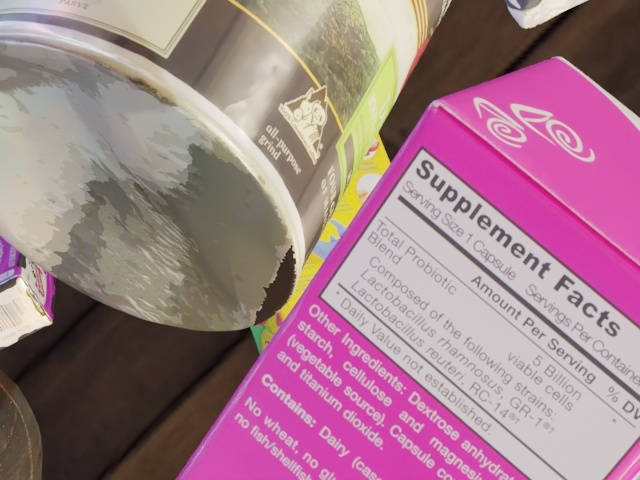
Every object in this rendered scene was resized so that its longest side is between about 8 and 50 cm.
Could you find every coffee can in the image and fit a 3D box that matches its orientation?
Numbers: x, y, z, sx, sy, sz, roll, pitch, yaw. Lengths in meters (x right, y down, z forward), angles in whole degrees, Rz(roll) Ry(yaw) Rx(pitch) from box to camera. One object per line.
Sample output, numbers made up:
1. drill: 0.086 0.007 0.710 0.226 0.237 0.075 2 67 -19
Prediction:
1. coffee can: -0.046 -0.122 0.852 0.201 0.201 0.275 20 57 15

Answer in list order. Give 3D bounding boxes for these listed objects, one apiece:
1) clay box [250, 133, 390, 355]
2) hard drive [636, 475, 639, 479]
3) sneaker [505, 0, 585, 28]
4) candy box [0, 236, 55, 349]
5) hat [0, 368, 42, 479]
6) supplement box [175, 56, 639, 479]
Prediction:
1. clay box: 0.000 0.000 1.152 0.127 0.053 0.222 -8 66 -29
2. hard drive: 0.221 0.188 1.252 0.047 0.353 0.233 -20 78 -11
3. sneaker: 0.125 -0.231 1.013 0.094 0.235 0.153 -28 82 4
4. candy box: -0.407 0.082 1.828 0.233 0.071 0.159 -28 24 5
5. hat: -0.254 0.155 0.691 0.134 0.331 0.331 25 76 13
6. supplement box: 0.041 0.064 0.540 0.114 0.111 0.220 42 116 13
